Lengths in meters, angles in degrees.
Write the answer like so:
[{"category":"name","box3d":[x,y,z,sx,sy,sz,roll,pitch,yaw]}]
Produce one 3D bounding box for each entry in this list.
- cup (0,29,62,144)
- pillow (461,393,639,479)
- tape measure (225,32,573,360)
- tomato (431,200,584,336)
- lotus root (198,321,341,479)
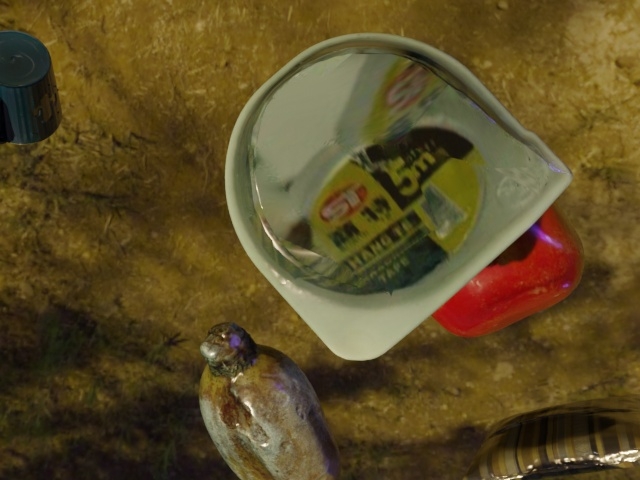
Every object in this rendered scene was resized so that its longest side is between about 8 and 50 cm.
[{"category":"cup","box3d":[-0.505,-0.236,1.002,0.131,0.176,0.155,34,149,-5]},{"category":"pillow","box3d":[0.286,0.231,0.733,0.212,0.052,0.208,-21,174,23]},{"category":"tape measure","box3d":[0.051,-0.050,0.565,0.259,0.138,0.262,-42,93,-4]},{"category":"tomato","box3d":[0.337,0.028,1.214,0.325,0.293,0.290,-21,173,8]},{"category":"lotus root","box3d":[-0.047,0.147,0.528,0.113,0.088,0.192,5,128,43]}]
